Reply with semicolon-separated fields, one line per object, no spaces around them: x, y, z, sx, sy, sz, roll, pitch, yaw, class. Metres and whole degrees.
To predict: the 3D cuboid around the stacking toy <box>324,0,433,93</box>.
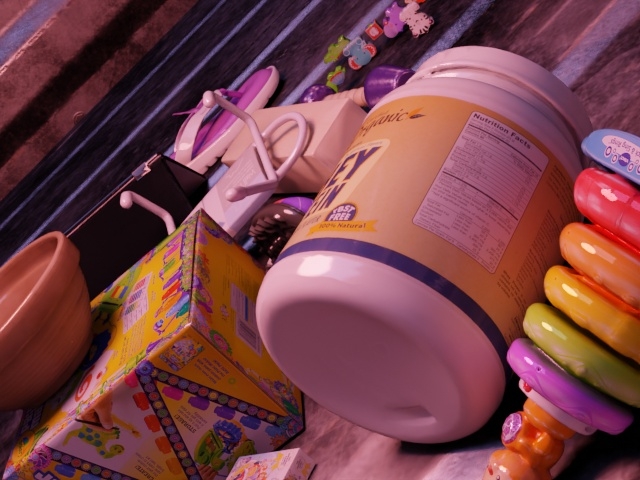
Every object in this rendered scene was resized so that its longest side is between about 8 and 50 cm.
0.093;-0.333;2.007;0.221;0.052;0.167;-39;20;19;stacking toy

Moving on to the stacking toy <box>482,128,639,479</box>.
0.207;0.082;0.916;0.301;0.166;0.175;-57;23;8;stacking toy

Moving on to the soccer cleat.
0.000;0.000;1.320;0.116;0.109;0.318;-46;-12;-12;soccer cleat

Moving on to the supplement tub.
0.105;-0.003;1.104;0.228;0.228;0.316;-18;33;50;supplement tub

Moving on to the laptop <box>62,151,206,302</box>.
-0.321;0.071;1.989;0.382;0.236;0.408;-40;-11;5;laptop

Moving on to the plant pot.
-0.335;0.112;1.372;0.237;0.110;0.237;-37;22;18;plant pot

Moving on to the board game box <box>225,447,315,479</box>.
-0.076;0.276;1.195;0.103;0.026;0.154;-19;32;48;board game box

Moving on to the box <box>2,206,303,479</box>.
-0.184;0.160;1.400;0.279;0.177;0.290;-39;22;15;box

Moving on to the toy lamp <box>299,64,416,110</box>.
0.061;-0.211;1.792;0.080;0.080;0.275;-51;22;-17;toy lamp

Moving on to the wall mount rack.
-0.162;-0.040;1.646;0.350;0.130;0.304;-48;32;18;wall mount rack

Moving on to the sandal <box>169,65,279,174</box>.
-0.240;-0.190;2.266;0.416;0.102;0.169;-46;21;-4;sandal

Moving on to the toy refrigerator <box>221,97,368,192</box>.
-0.025;-0.130;1.763;0.269;0.094;0.102;1;55;59;toy refrigerator
